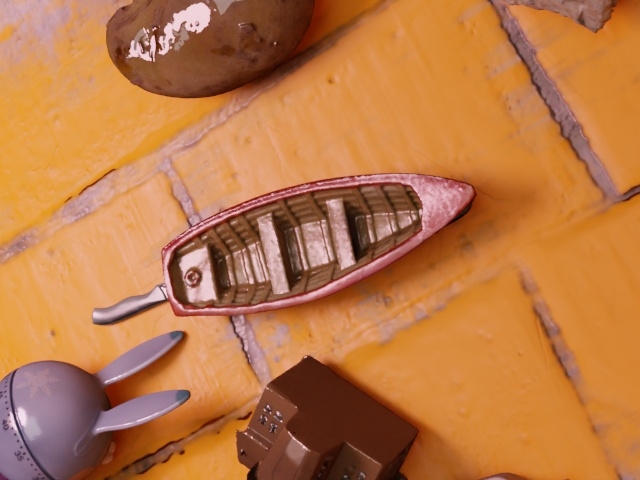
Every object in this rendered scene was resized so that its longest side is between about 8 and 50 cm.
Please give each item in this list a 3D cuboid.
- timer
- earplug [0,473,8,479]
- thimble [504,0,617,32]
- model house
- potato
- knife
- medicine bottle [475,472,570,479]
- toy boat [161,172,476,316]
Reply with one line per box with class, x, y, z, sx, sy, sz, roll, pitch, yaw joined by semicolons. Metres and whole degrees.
timer;-0.282;0.218;1.541;0.255;0.175;0.175;-8;84;-8
earplug;-0.449;0.511;1.554;0.215;0.215;0.456;10;95;22
thimble;0.261;-0.327;1.335;0.143;0.137;0.190;18;109;20
model house;-0.029;0.293;1.426;0.181;0.176;0.248;31;116;20
potato;-0.128;-0.253;1.480;0.262;0.165;0.165;-11;84;25
knife;-0.197;0.066;1.566;0.210;0.015;0.028;-21;74;19
medicine bottle;0.193;0.315;1.368;0.183;0.069;0.119;-23;79;21
toy boat;0.000;0.000;1.449;0.392;0.079;0.136;-16;80;19
